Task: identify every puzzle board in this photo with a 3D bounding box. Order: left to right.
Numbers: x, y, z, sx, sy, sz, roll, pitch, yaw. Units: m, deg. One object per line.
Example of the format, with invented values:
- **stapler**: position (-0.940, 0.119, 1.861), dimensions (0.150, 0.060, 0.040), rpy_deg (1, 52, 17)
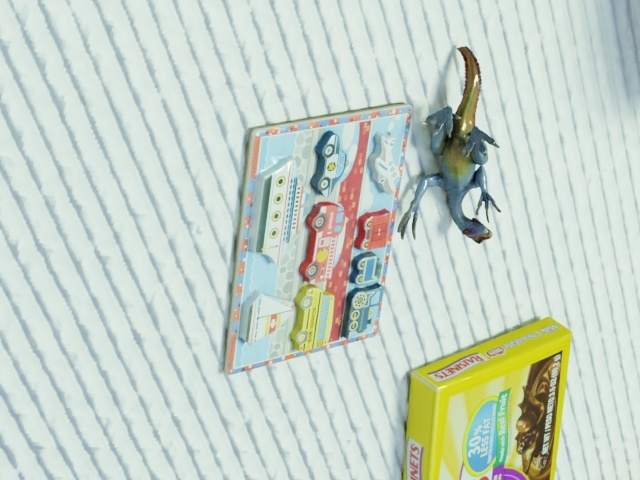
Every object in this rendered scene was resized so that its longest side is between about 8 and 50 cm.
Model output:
- **puzzle board**: position (0.000, 0.000, 0.826), dimensions (0.096, 0.011, 0.128), rpy_deg (-13, 121, -38)

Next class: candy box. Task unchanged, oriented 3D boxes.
- **candy box**: position (0.091, 0.150, 0.987), dimensions (0.105, 0.027, 0.206), rpy_deg (-17, 124, -32)

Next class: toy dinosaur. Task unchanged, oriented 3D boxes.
- **toy dinosaur**: position (0.076, -0.036, 0.857), dimensions (0.082, 0.047, 0.090), rpy_deg (68, 44, -68)
